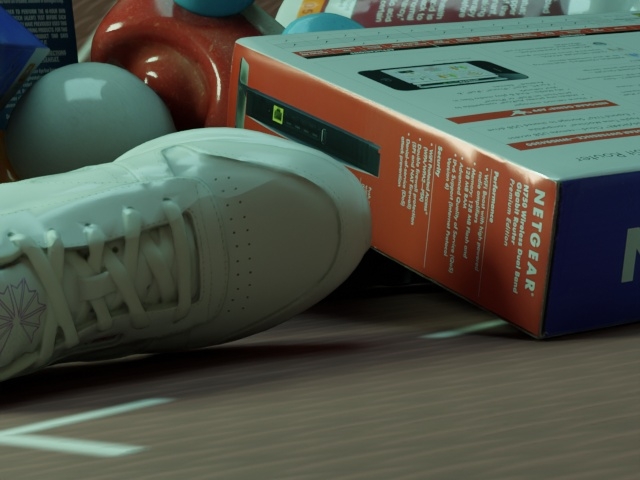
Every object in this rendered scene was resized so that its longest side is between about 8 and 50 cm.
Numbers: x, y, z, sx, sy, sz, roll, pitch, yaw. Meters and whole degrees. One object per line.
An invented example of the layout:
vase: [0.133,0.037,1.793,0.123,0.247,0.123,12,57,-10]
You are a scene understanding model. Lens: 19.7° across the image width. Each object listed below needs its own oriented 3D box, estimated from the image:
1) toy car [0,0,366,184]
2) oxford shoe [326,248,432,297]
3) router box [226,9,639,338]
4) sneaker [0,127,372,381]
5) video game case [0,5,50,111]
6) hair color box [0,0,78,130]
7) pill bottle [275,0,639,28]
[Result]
toy car: [-0.112,-0.057,1.209,0.238,0.210,0.219,-35,-17,-32]
oxford shoe: [0.000,0.000,1.155,0.227,0.083,0.096,4,-3,-4]
router box: [0.163,-0.054,1.051,0.335,0.082,0.301,-7,22,-31]
sneaker: [-0.121,0.027,0.867,0.305,0.114,0.152,-10,18,-5]
video game case: [-0.284,-0.040,1.091,0.061,0.244,0.269,39,7,1]
hair color box: [-0.268,-0.128,1.310,0.174,0.347,0.105,-3,5,30]
pill bottle: [0.170,-0.130,1.610,0.392,0.224,0.224,0,6,25]
